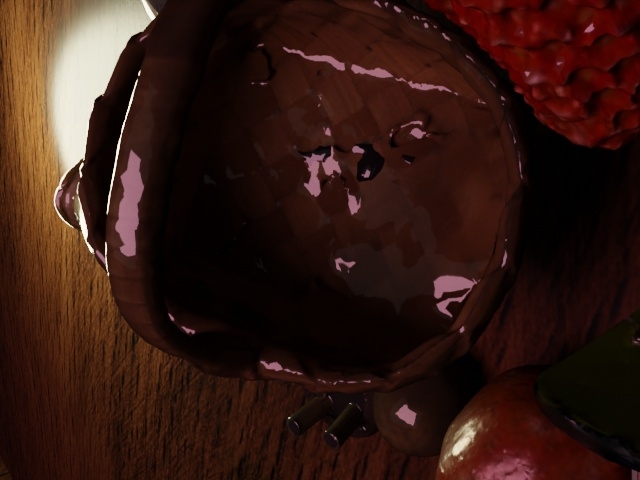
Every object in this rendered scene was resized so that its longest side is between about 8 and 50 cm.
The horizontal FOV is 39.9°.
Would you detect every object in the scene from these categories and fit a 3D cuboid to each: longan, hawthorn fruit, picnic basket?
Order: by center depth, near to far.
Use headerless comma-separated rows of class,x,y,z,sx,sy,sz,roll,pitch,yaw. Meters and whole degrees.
picnic basket,-0.034,-0.049,0.575,0.337,0.337,0.293,19,92,52
hawthorn fruit,0.174,0.170,0.671,0.169,0.169,0.188,54,145,26
longan,0.098,0.146,0.837,0.106,0.106,0.119,123,161,-51

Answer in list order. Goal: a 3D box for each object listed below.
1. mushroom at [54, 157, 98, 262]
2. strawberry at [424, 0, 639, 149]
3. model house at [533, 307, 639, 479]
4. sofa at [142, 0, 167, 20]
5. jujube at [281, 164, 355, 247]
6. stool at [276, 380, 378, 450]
mushroom,-0.246,0.001,1.241,0.407,0.137,0.154,33,143,48
strawberry,0.131,-0.221,0.488,0.351,0.267,0.312,59,-171,-38
model house,0.283,0.149,0.456,0.294,0.207,0.154,24,130,49
sofa,-0.031,-0.232,0.851,0.225,0.176,0.210,50,154,-20
jujube,0.000,0.000,0.837,0.250,0.174,0.174,-30,80,53
stool,0.007,0.132,0.942,0.217,0.121,0.125,40,140,33
